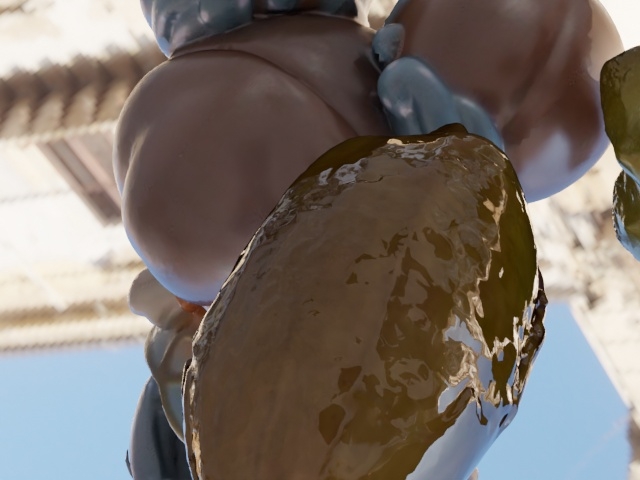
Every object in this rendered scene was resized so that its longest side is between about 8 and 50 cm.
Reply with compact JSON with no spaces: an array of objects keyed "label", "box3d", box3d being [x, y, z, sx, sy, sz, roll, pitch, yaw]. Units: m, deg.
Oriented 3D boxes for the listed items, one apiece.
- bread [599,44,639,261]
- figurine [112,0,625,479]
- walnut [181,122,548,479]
[{"label":"bread","box3d":[0.247,-0.025,0.845,0.233,0.160,0.088,2,-142,21]},{"label":"figurine","box3d":[0.000,0.001,1.017,0.277,0.388,0.248,27,-123,20]},{"label":"walnut","box3d":[0.023,0.038,0.742,0.137,0.137,0.245,2,-135,36]}]
